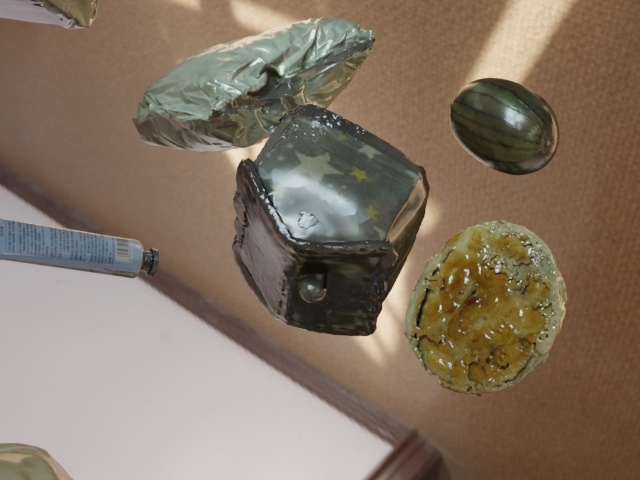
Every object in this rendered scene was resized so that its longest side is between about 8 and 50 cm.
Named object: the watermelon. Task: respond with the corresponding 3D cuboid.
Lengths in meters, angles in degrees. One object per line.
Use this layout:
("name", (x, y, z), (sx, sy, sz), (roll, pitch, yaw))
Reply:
("watermelon", (0.161, -0.103, 0.776), (0.110, 0.078, 0.078), (40, 144, 34))

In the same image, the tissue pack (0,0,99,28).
("tissue pack", (-0.465, -0.385, 1.089), (0.338, 0.242, 0.160), (11, 89, 11))

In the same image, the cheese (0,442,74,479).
("cheese", (-0.254, 0.269, 0.498), (0.318, 0.326, 0.115), (49, 171, -5))

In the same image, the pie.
("pie", (0.245, 0.100, 1.330), (0.274, 0.274, 0.055), (15, 171, 41))

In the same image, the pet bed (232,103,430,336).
("pet bed", (0.000, 0.000, 0.885), (0.183, 0.159, 0.211), (31, 152, 10))

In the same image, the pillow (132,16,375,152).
("pillow", (-0.089, -0.218, 1.210), (0.310, 0.283, 0.138), (6, 122, 59))

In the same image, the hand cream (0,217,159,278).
("hand cream", (-0.367, 0.011, 1.260), (0.058, 0.271, 0.091), (-58, 36, 33))
